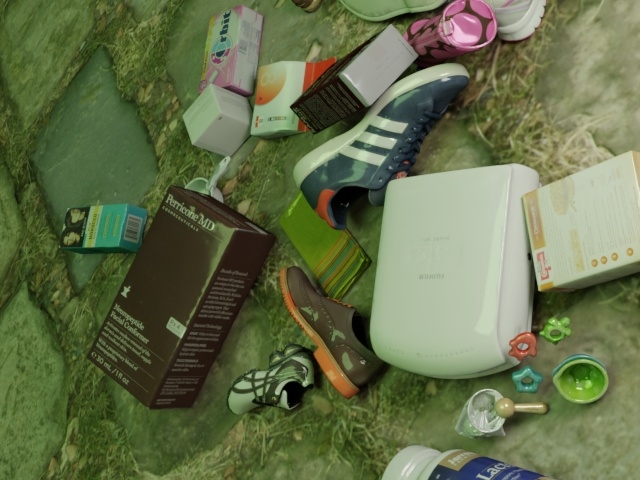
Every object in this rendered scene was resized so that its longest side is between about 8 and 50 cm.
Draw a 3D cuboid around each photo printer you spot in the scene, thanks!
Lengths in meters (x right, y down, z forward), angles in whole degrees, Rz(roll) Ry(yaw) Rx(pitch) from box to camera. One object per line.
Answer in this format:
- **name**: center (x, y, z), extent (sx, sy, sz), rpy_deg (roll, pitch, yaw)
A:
- **photo printer**: center (0.197, 0.051, 1.468), extent (0.256, 0.107, 0.307), rpy_deg (-4, 73, 44)

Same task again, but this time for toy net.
- **toy net**: center (0.268, 0.204, 1.339), extent (0.232, 0.122, 0.045), rpy_deg (-37, 16, 22)

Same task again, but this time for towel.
- **towel**: center (0.000, 0.000, 1.746), extent (0.102, 0.021, 0.237), rpy_deg (-52, 46, 17)

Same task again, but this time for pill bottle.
- **pill bottle**: center (0.214, 0.365, 1.308), extent (0.265, 0.153, 0.153), rpy_deg (8, 82, 46)

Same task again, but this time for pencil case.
- **pencil case**: center (0.196, -0.323, 1.555), extent (0.209, 0.098, 0.095), rpy_deg (180, 88, -76)

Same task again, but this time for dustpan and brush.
- **dustpan and brush**: center (-0.228, -0.088, 1.975), extent (0.211, 0.060, 0.147), rpy_deg (-45, 49, 25)

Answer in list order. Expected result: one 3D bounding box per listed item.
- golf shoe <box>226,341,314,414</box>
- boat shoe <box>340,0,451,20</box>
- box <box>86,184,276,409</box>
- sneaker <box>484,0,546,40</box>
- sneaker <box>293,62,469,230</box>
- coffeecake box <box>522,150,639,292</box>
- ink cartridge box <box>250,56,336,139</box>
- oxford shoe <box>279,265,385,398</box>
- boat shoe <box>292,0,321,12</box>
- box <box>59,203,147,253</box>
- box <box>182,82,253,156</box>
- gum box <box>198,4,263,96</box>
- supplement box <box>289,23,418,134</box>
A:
- **golf shoe**: center (-0.088, 0.261, 1.702), extent (0.198, 0.077, 0.093), rpy_deg (-42, 51, 28)
- **boat shoe**: center (0.138, -0.461, 1.741), extent (0.099, 0.116, 0.319), rpy_deg (-34, 28, -25)
- **box**: center (-0.263, 0.110, 1.859), extent (0.191, 0.143, 0.381), rpy_deg (31, 97, 30)
- **sneaker**: center (0.310, -0.445, 1.527), extent (0.103, 0.111, 0.252), rpy_deg (11, 84, 46)
- **sneaker**: center (0.121, -0.143, 1.617), extent (0.350, 0.131, 0.148), rpy_deg (-38, 69, 27)
- **coffeecake box**: center (0.371, -0.020, 1.318), extent (0.185, 0.068, 0.142), rpy_deg (-24, 67, 48)
- **ink cartridge box**: center (-0.054, -0.274, 1.882), extent (0.179, 0.045, 0.145), rpy_deg (-6, 72, 46)
- **oxford shoe**: center (0.019, 0.133, 1.644), extent (0.098, 0.097, 0.271), rpy_deg (-38, 57, 8)
- **boat shoe**: center (-0.017, -0.538, 1.924), extent (0.064, 0.060, 0.177), rpy_deg (9, 82, 46)
- **box**: center (-0.490, -0.025, 2.215), extent (0.244, 0.060, 0.100), rpy_deg (-2, 75, 44)
- **box**: center (-0.201, -0.239, 1.972), extent (0.102, 0.101, 0.087), rpy_deg (-44, 50, 27)
- **gum box**: center (-0.185, -0.388, 2.036), extent (0.107, 0.062, 0.188), rpy_deg (-6, 72, 43)
- **supplement box**: center (0.051, -0.265, 1.652), extent (0.130, 0.073, 0.239), rpy_deg (-47, 11, -20)
